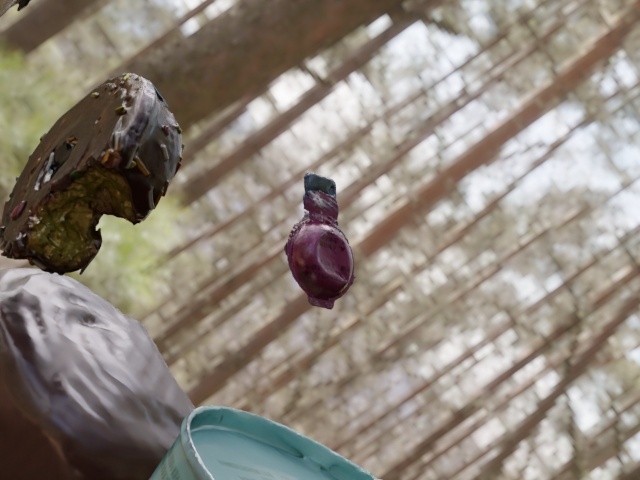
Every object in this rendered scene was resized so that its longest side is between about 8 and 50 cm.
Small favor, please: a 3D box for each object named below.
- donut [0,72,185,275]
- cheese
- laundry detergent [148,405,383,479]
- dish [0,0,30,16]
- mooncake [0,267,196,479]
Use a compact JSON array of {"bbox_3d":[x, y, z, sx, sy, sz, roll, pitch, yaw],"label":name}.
[{"bbox_3d":[-0.234,-0.064,1.630,0.096,0.230,0.216,38,13,-24],"label":"donut"},{"bbox_3d":[0.000,0.000,1.641,0.095,0.038,0.145,15,67,-39],"label":"cheese"},{"bbox_3d":[-0.046,0.303,0.939,0.287,0.305,0.287,34,7,-5],"label":"laundry detergent"},{"bbox_3d":[-0.188,-0.205,0.879,0.213,0.213,0.090,55,18,28],"label":"dish"},{"bbox_3d":[-0.259,0.185,1.682,0.334,0.174,0.326,30,22,-17],"label":"mooncake"}]
